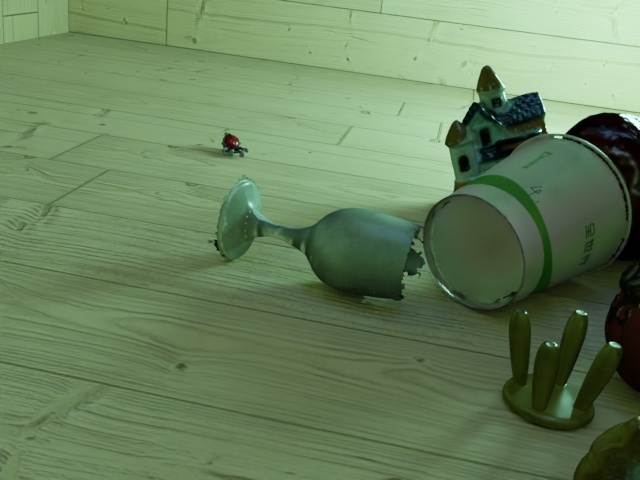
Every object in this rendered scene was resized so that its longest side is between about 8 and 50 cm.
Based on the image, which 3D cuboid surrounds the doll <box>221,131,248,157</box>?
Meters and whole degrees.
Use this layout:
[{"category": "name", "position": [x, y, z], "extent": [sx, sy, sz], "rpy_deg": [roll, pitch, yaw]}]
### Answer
[{"category": "doll", "position": [-0.213, -0.231, 1.840], "extent": [0.057, 0.039, 0.114], "rpy_deg": [-26, 38, -4]}]

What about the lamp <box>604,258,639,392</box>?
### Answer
[{"category": "lamp", "position": [0.469, 0.101, 0.966], "extent": [0.227, 0.226, 0.227], "rpy_deg": [6, 21, -2]}]

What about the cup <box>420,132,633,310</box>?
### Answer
[{"category": "cup", "position": [0.320, -0.018, 1.217], "extent": [0.274, 0.253, 0.253], "rpy_deg": [-25, 37, -39]}]

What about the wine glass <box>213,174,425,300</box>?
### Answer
[{"category": "wine glass", "position": [0.000, 0.000, 1.184], "extent": [0.321, 0.143, 0.143], "rpy_deg": [16, 23, 22]}]

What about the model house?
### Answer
[{"category": "model house", "position": [0.370, -0.215, 1.571], "extent": [0.253, 0.291, 0.184], "rpy_deg": [-16, 10, 12]}]

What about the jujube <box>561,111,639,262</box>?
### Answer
[{"category": "jujube", "position": [0.563, -0.090, 1.391], "extent": [0.377, 0.258, 0.258], "rpy_deg": [13, 13, -39]}]

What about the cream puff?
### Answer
[{"category": "cream puff", "position": [0.321, 0.232, 0.724], "extent": [0.146, 0.146, 0.116], "rpy_deg": [19, 4, 29]}]

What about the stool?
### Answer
[{"category": "stool", "position": [0.285, 0.153, 0.920], "extent": [0.135, 0.110, 0.134], "rpy_deg": [19, 25, 31]}]
